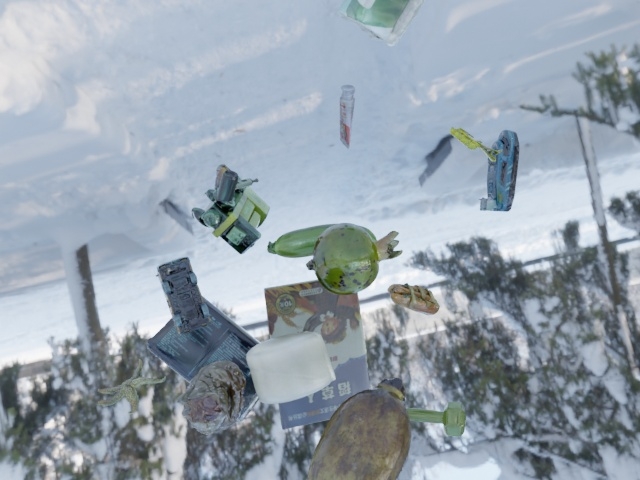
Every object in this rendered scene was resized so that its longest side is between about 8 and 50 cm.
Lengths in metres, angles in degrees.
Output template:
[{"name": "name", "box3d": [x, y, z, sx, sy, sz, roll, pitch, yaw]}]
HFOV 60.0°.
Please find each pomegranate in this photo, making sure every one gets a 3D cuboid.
[{"name": "pomegranate", "box3d": [0.088, 0.030, 1.481, 0.246, 0.198, 0.198, -43, 167, 10]}]

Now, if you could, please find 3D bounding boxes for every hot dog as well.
[{"name": "hot dog", "box3d": [-0.429, -0.204, 2.449, 0.082, 0.270, 0.163, 2, 158, -27]}, {"name": "hot dog", "box3d": [0.340, 0.207, 2.008, 0.270, 0.109, 0.072, 20, 124, -41]}]

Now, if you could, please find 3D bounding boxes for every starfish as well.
[{"name": "starfish", "box3d": [-0.568, 0.435, 1.660, 0.224, 0.050, 0.216, -14, -154, 2]}]

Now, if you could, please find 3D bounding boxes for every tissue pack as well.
[{"name": "tissue pack", "box3d": [0.231, -0.820, 1.754, 0.194, 0.356, 0.266, 26, -161, -22]}, {"name": "tissue pack", "box3d": [-0.367, 0.403, 1.940, 0.264, 0.417, 0.253, -52, -178, -16]}]

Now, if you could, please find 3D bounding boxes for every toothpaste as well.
[{"name": "toothpaste", "box3d": [0.098, -0.466, 2.089, 0.057, 0.089, 0.234, -13, 131, -17]}]

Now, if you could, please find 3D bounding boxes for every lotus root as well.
[{"name": "lotus root", "box3d": [0.075, 0.340, 0.927, 0.145, 0.128, 0.260, -1, -135, 42]}]

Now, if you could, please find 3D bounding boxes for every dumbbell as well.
[{"name": "dumbbell", "box3d": [0.371, 0.635, 2.009, 0.302, 0.121, 0.108, 2, 159, 17]}]

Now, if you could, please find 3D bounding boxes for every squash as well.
[{"name": "squash", "box3d": [0.000, 0.000, 1.920, 0.396, 0.107, 0.107, -6, 175, 16]}]

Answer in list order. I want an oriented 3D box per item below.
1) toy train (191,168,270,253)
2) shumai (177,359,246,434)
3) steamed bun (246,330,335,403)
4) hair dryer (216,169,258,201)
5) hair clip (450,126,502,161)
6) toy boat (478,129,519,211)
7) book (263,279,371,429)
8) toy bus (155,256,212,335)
[{"name": "toy train", "box3d": [-0.333, -0.112, 2.144, 0.160, 0.253, 0.397, -40, -164, 18]}, {"name": "shumai", "box3d": [-0.325, 0.440, 1.522, 0.218, 0.183, 0.186, -36, 155, 31]}, {"name": "steamed bun", "box3d": [-0.085, 0.305, 1.337, 0.164, 0.146, 0.242, -16, 176, -22]}, {"name": "hair dryer", "box3d": [-0.280, -0.205, 1.956, 0.198, 0.057, 0.100, -25, 144, -55]}, {"name": "hair clip", "box3d": [0.484, -0.308, 1.751, 0.046, 0.173, 0.072, -60, 177, 14]}, {"name": "toy boat", "box3d": [0.640, -0.254, 2.013, 0.092, 0.298, 0.134, 3, -178, -9]}, {"name": "book", "box3d": [-0.005, 0.334, 1.694, 0.300, 0.427, 0.039, -8, -179, -19]}, {"name": "toy bus", "box3d": [-0.345, 0.140, 1.397, 0.091, 0.181, 0.103, -19, 177, -20]}]
